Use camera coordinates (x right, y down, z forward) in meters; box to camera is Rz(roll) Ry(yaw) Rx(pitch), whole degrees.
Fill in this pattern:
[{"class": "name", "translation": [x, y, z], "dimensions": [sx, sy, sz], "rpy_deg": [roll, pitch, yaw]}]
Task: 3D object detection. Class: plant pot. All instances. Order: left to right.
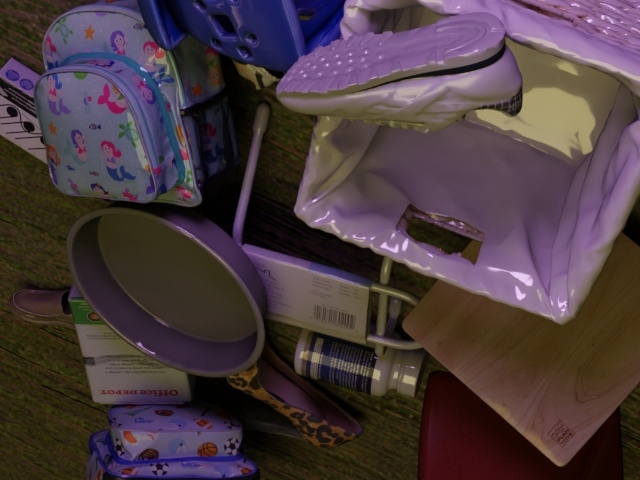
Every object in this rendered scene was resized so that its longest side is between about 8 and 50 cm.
[{"class": "plant pot", "translation": [-0.080, -0.330, 1.480], "dimensions": [0.212, 0.236, 0.236], "rpy_deg": [6, 130, 28]}, {"class": "plant pot", "translation": [0.259, 0.367, 1.923], "dimensions": [0.267, 0.235, 0.267], "rpy_deg": [4, 130, 21]}]

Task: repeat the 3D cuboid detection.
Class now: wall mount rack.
[{"class": "wall mount rack", "translation": [0.000, 0.000, 1.804], "dimensions": [0.350, 0.130, 0.304], "rpy_deg": [15, 136, 11]}]

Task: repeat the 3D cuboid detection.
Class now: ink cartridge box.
[{"class": "ink cartridge box", "translation": [-0.345, -0.145, 1.875], "dimensions": [0.207, 0.046, 0.097], "rpy_deg": [32, 135, -5]}, {"class": "ink cartridge box", "translation": [-0.266, 0.135, 2.034], "dimensions": [0.153, 0.087, 0.208], "rpy_deg": [0, 129, 4]}]

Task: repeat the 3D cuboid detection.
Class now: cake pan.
[{"class": "cake pan", "translation": [-0.191, 0.056, 1.823], "dimensions": [0.293, 0.054, 0.293], "rpy_deg": [19, 139, 18]}]

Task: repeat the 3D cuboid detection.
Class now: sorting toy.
[{"class": "sorting toy", "translation": [0.279, 0.090, 1.700], "dimensions": [0.255, 0.089, 0.257], "rpy_deg": [42, 95, 11]}]

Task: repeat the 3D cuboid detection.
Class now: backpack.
[{"class": "backpack", "translation": [-0.227, -0.170, 1.696], "dimensions": [0.225, 0.191, 0.253], "rpy_deg": [8, 112, 33]}, {"class": "backpack", "translation": [-0.233, 0.341, 2.092], "dimensions": [0.277, 0.213, 0.263], "rpy_deg": [7, 178, -21]}]

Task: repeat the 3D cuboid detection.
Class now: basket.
[{"class": "basket", "translation": [0.187, -0.152, 1.481], "dimensions": [0.328, 0.266, 0.331], "rpy_deg": [21, 133, 6]}]

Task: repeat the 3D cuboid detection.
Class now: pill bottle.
[{"class": "pill bottle", "translation": [0.057, 0.160, 1.930], "dimensions": [0.169, 0.094, 0.094], "rpy_deg": [15, 133, 12]}]

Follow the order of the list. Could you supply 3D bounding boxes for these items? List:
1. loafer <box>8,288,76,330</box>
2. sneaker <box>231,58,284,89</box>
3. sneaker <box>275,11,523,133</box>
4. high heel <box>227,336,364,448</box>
[{"class": "loafer", "translation": [-0.392, 0.097, 2.102], "dimensions": [0.148, 0.056, 0.050], "rpy_deg": [11, 132, 1]}, {"class": "sneaker", "translation": [-0.097, -0.223, 1.704], "dimensions": [0.109, 0.040, 0.044], "rpy_deg": [43, 134, -15]}, {"class": "sneaker", "translation": [0.070, -0.139, 1.312], "dimensions": [0.235, 0.090, 0.095], "rpy_deg": [-4, 134, 26]}, {"class": "high heel", "translation": [-0.034, 0.196, 2.008], "dimensions": [0.186, 0.093, 0.261], "rpy_deg": [7, 137, 14]}]
